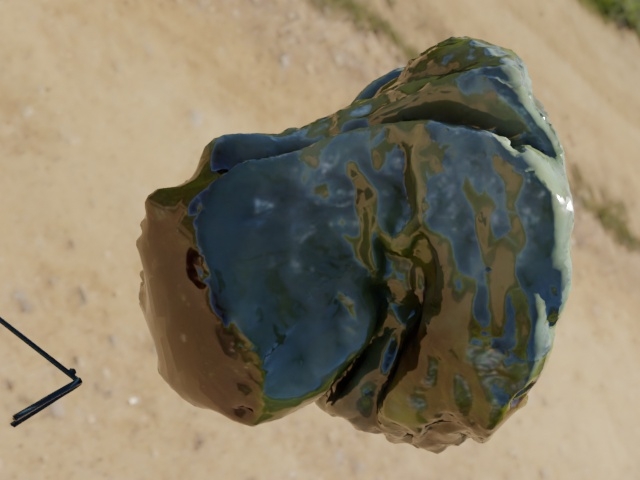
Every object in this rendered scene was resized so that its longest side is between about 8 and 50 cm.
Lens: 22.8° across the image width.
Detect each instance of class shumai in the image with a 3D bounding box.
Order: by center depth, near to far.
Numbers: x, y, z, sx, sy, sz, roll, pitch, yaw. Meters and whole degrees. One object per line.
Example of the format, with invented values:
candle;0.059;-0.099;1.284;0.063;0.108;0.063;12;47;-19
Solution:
shumai;0.000;0.000;1.073;0.304;0.263;0.309;-110;-154;-49

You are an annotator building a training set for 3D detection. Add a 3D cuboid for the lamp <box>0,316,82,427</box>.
lamp;-0.187;0.045;0.871;0.054;0.041;0.121;-37;88;-35
